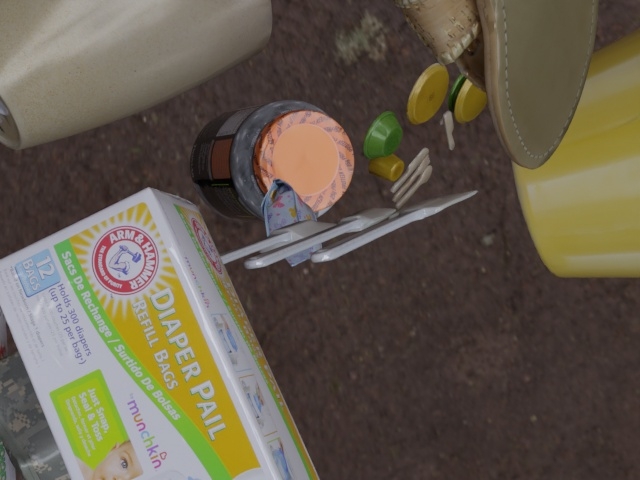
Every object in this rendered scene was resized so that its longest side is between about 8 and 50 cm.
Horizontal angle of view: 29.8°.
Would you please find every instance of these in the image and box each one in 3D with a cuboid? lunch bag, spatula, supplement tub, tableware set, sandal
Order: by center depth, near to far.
[{"bbox_3d":[0.064,-0.128,0.529,0.088,0.079,0.240,-54,150,-17],"label":"sandal"},{"bbox_3d":[0.000,0.000,0.890,0.168,0.242,0.019,-8,98,29],"label":"spatula"},{"bbox_3d":[0.085,-0.103,0.893,0.154,0.024,0.104,-49,151,-17],"label":"tableware set"},{"bbox_3d":[-0.239,0.216,1.390,0.235,0.169,0.287,-29,146,-18],"label":"lunch bag"},{"bbox_3d":[-0.035,-0.023,1.405,0.053,0.083,0.071,-17,150,15],"label":"lunch bag"},{"bbox_3d":[-0.077,-0.121,1.901,0.193,0.316,0.193,-1,94,-22],"label":"supplement tub"}]

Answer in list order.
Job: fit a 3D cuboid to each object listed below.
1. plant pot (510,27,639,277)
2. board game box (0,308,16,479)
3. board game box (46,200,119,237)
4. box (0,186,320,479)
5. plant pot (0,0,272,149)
[{"bbox_3d":[0.289,-0.072,0.962,0.239,0.254,0.254,-13,126,25],"label":"plant pot"},{"bbox_3d":[-0.467,0.182,1.438,0.193,0.053,0.305,2,103,13],"label":"board game box"},{"bbox_3d":[-0.436,0.021,2.099,0.027,0.281,0.145,35,110,4],"label":"board game box"},{"bbox_3d":[-0.095,0.084,0.713,0.114,0.103,0.203,-26,82,7],"label":"box"},{"bbox_3d":[-0.235,-0.221,1.210,0.274,0.256,0.256,-40,127,-24],"label":"plant pot"}]
